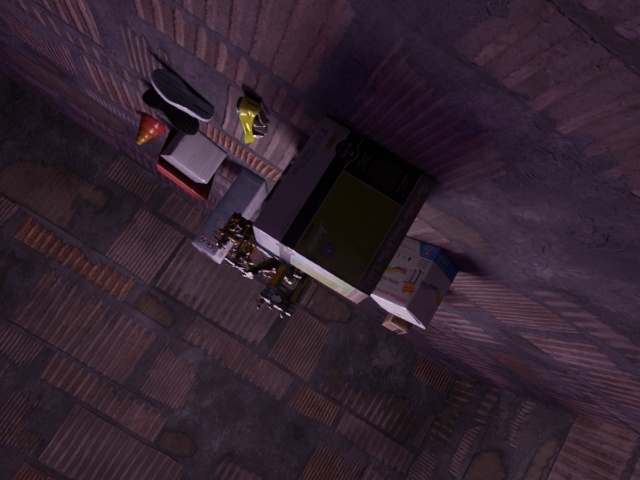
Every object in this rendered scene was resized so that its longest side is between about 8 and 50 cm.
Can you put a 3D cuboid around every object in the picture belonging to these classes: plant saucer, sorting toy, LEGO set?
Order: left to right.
[{"bbox_3d":[-0.679,-0.404,2.361,0.365,0.126,0.127,40,166,-30],"label":"sorting toy"},{"bbox_3d":[-0.573,-0.311,2.237,0.047,0.259,0.259,-34,123,28],"label":"plant saucer"},{"bbox_3d":[-0.180,0.086,1.542,0.331,0.192,0.254,41,165,-35],"label":"LEGO set"}]

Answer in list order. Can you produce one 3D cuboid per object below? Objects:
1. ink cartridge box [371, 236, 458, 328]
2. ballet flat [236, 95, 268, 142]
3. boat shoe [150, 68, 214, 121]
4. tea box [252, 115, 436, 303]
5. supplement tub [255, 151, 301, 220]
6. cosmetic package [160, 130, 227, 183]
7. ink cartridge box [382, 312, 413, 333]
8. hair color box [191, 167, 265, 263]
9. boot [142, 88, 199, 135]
[{"bbox_3d":[0.308,0.138,1.750,0.171,0.233,0.168,21,164,43],"label":"ink cartridge box"},{"bbox_3d":[-0.190,-0.334,1.512,0.077,0.077,0.231,15,165,2],"label":"ballet flat"},{"bbox_3d":[-0.443,-0.447,1.658,0.226,0.083,0.075,39,166,-33],"label":"boat shoe"},{"bbox_3d":[0.055,-0.067,1.324,0.323,0.329,0.220,32,168,4],"label":"tea box"},{"bbox_3d":[-0.061,-0.111,1.585,0.191,0.272,0.191,30,168,7],"label":"supplement tub"},{"bbox_3d":[-0.507,-0.341,2.101,0.183,0.151,0.151,40,167,-29],"label":"cosmetic package"},{"bbox_3d":[0.354,0.256,2.115,0.088,0.235,0.193,32,169,5],"label":"ink cartridge box"},{"bbox_3d":[-0.369,-0.098,2.187,0.113,0.375,0.185,31,168,4],"label":"hair color box"},{"bbox_3d":[-0.521,-0.450,1.915,0.246,0.083,0.161,36,176,7],"label":"boot"}]
